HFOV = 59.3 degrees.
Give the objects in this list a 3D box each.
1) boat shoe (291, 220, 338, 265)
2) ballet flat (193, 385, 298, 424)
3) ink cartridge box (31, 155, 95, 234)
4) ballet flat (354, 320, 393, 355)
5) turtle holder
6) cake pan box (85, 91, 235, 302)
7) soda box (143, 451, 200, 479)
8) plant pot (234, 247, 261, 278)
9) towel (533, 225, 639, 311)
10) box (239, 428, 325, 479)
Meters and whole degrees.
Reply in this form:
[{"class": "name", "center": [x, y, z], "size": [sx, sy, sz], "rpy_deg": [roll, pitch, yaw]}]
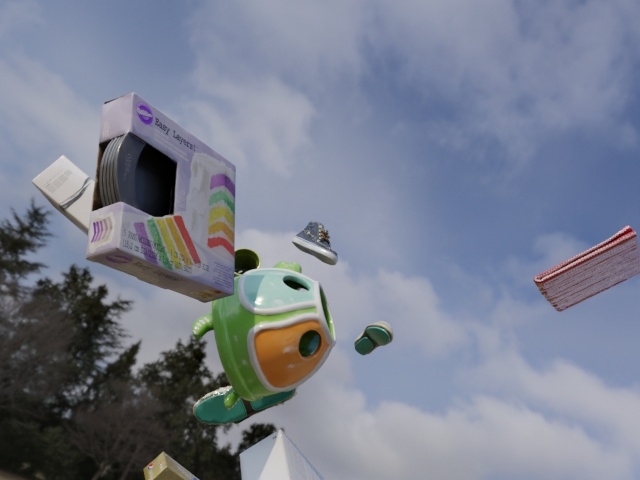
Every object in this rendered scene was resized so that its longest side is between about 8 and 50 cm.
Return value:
[{"class": "boat shoe", "center": [0.000, 0.000, 1.454], "size": [0.183, 0.083, 0.065], "rpy_deg": [25, -17, 51]}, {"class": "ballet flat", "center": [-0.166, 0.357, 1.279], "size": [0.241, 0.091, 0.077], "rpy_deg": [-14, 7, -1]}, {"class": "ink cartridge box", "center": [-0.547, -0.070, 1.352], "size": [0.237, 0.100, 0.172], "rpy_deg": [39, -19, 7]}, {"class": "ballet flat", "center": [0.178, 0.296, 1.786], "size": [0.086, 0.086, 0.248], "rpy_deg": [30, -30, -7]}, {"class": "turtle holder", "center": [-0.090, 0.169, 1.114], "size": [0.228, 0.243, 0.320], "rpy_deg": [-18, -2, 6]}, {"class": "cake pan box", "center": [-0.229, -0.056, 0.852], "size": [0.070, 0.245, 0.267], "rpy_deg": [-15, -26, 23]}, {"class": "soda box", "center": [-0.323, 0.571, 1.301], "size": [0.181, 0.061, 0.058], "rpy_deg": [53, -8, -28]}, {"class": "plant pot", "center": [-0.196, 0.075, 1.442], "size": [0.083, 0.083, 0.079], "rpy_deg": [21, -36, 7]}, {"class": "towel", "center": [0.539, 0.066, 1.126], "size": [0.199, 0.031, 0.275], "rpy_deg": [-32, -31, 18]}, {"class": "box", "center": [-0.055, 0.445, 0.984], "size": [0.170, 0.091, 0.130], "rpy_deg": [56, 3, -25]}]
